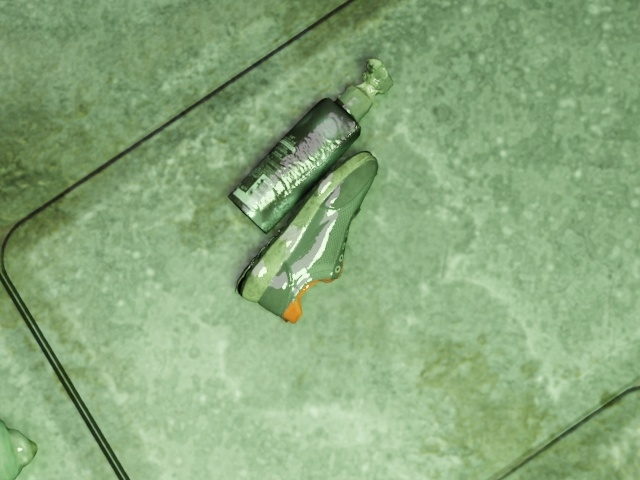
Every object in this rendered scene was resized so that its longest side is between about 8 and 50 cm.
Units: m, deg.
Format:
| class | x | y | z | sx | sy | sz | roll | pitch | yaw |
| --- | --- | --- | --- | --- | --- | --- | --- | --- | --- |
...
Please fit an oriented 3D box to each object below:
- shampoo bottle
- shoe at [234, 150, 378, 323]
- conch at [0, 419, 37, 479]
| class | x | y | z | sx | sy | sz | roll | pitch | yaw |
| --- | --- | --- | --- | --- | --- | --- | --- | --- | --- |
| shampoo bottle | -0.005 | -0.100 | 1.354 | 0.057 | 0.063 | 0.208 | 42 | 85 | 6 |
| shoe | 0.001 | -0.001 | 1.331 | 0.077 | 0.074 | 0.194 | 41 | 88 | 3 |
| conch | -0.407 | 0.235 | 1.262 | 0.277 | 0.220 | 0.195 | -16 | 111 | -16 |
